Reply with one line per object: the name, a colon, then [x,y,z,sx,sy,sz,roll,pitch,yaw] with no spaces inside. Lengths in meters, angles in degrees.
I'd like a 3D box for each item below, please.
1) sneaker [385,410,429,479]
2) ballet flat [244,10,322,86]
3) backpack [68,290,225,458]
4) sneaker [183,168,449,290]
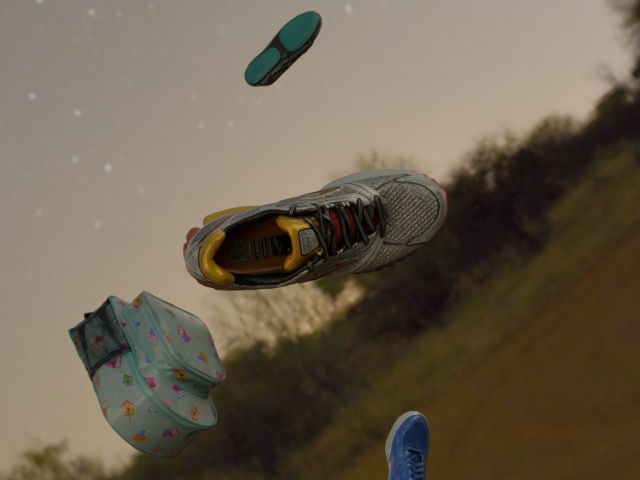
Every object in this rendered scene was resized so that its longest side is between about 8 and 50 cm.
sneaker: [0.108,0.272,1.586,0.084,0.058,0.152,9,82,61]
ballet flat: [-0.037,-0.213,1.572,0.114,0.041,0.041,-41,-5,20]
backpack: [-0.203,0.167,1.733,0.144,0.188,0.166,-32,-36,18]
sneaker: [0.000,0.000,1.163,0.225,0.088,0.093,-16,6,-5]
